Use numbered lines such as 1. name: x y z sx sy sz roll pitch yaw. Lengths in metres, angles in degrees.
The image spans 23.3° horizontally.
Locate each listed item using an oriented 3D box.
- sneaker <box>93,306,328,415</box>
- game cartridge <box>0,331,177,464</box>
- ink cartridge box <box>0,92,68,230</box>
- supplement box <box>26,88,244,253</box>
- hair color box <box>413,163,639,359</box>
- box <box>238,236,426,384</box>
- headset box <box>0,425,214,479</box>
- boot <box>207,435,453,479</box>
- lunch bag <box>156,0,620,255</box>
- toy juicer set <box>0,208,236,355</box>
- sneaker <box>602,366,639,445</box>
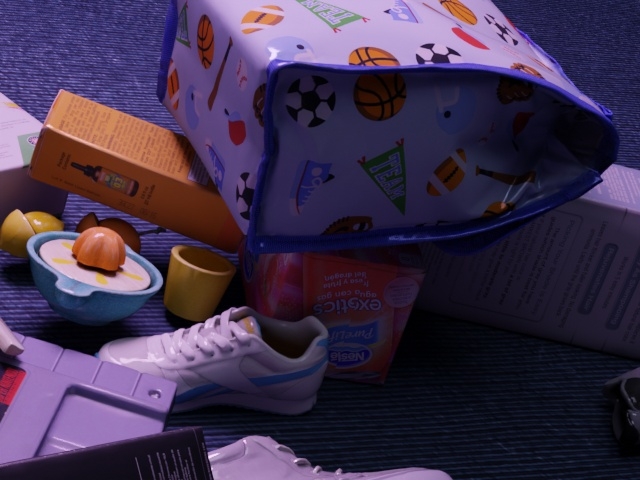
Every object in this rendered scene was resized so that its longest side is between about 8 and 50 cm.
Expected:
1. sneaker: -0.103 0.108 1.479 0.228 0.092 0.087 2 34 -23
2. game cartridge: -0.257 0.183 1.258 0.230 0.068 0.355 21 24 -4
3. ink cartridge box: -0.392 -0.099 1.673 0.212 0.093 0.154 37 34 27
4. supplement box: -0.178 -0.071 1.606 0.233 0.078 0.080 20 42 -10
5. hair color box: 0.282 0.009 1.756 0.374 0.185 0.113 13 29 -8
6. box: 0.000 0.000 1.658 0.142 0.154 0.300 9 32 -15
7. headset box: -0.188 0.265 0.972 0.283 0.131 0.246 -6 78 -48
8. boot: -0.008 0.212 1.347 0.258 0.095 0.123 -6 44 -34
9. lunch bag: 0.064 -0.149 1.556 0.385 0.239 0.328 -6 35 -23
10. toy juicer set: -0.248 0.013 1.507 0.209 0.089 0.329 30 20 27
11. sneaker: 0.379 0.204 1.600 0.132 0.086 0.228 -11 30 -33
